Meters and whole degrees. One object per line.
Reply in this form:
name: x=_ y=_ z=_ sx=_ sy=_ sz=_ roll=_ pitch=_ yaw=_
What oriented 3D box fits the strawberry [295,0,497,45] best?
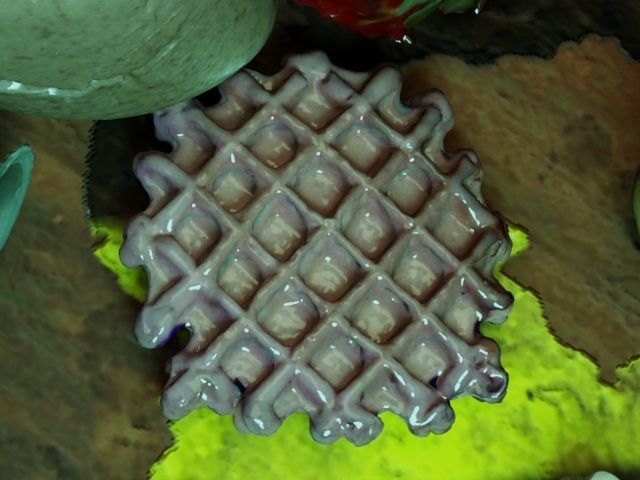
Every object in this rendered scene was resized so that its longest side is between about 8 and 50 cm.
strawberry: x=0.049 y=-0.251 z=1.103 sx=0.261 sy=0.261 sz=0.257 roll=-37 pitch=85 yaw=-22

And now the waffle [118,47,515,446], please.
waffle: x=0.000 y=0.000 z=1.083 sx=0.221 sy=0.055 sz=0.234 roll=1 pitch=67 yaw=-11

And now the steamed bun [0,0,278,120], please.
steamed bun: x=-0.186 y=-0.170 z=1.015 sx=0.301 sy=0.251 sz=0.199 roll=35 pitch=74 yaw=13

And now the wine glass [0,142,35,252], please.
wine glass: x=-0.274 y=-0.051 z=1.028 sx=0.231 sy=0.103 sz=0.103 roll=25 pitch=65 yaw=4

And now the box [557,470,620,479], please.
box: x=0.157 y=0.182 z=1.032 sx=0.122 sy=0.062 sz=0.089 roll=40 pitch=66 yaw=8

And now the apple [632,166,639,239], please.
apple: x=0.238 y=-0.009 z=1.085 sx=0.131 sy=0.146 sz=0.146 roll=4 pitch=65 yaw=13
